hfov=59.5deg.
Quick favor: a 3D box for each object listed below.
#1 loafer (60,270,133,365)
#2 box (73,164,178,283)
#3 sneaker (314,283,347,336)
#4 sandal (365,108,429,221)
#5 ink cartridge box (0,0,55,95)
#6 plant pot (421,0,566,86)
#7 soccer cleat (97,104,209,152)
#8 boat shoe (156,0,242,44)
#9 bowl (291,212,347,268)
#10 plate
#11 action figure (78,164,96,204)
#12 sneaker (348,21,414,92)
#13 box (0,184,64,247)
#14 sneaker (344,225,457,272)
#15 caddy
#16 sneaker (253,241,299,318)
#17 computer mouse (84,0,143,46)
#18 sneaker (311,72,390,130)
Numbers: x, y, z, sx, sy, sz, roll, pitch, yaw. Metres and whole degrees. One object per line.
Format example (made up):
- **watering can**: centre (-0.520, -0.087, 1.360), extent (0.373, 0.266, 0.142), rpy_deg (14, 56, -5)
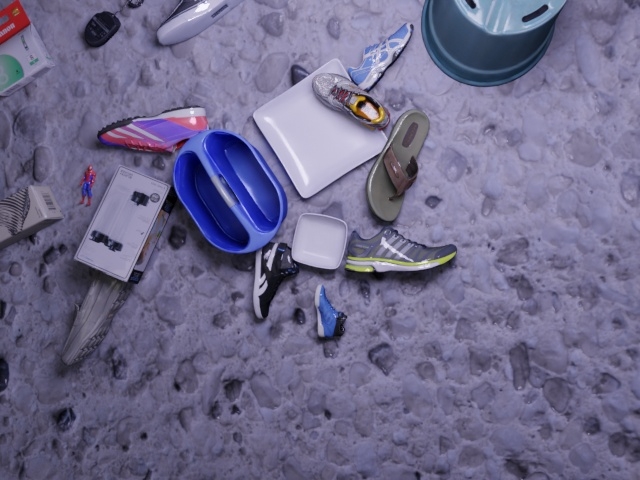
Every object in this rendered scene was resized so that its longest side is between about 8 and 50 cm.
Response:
- **loafer**: centre (-0.664, 0.214, 1.623), extent (0.111, 0.112, 0.320), rpy_deg (32, 91, 9)
- **box**: centre (-0.534, -0.043, 1.553), extent (0.169, 0.087, 0.290), rpy_deg (21, 82, 5)
- **sneaker**: centre (0.032, 0.193, 1.542), extent (0.084, 0.058, 0.152), rpy_deg (-2, 99, 14)
- **sandal**: centre (0.206, -0.196, 1.452), extent (0.120, 0.086, 0.303), rpy_deg (16, 97, -26)
- **ink cartridge box**: centre (-0.900, -0.559, 1.614), extent (0.180, 0.056, 0.225), rpy_deg (-29, 92, 9)
- **plant pot**: centre (0.409, -0.559, 1.290), extent (0.340, 0.334, 0.342), rpy_deg (1, 94, 9)
- **soccer cleat**: centre (-0.464, -0.289, 1.552), extent (0.317, 0.108, 0.117), rpy_deg (-11, 97, 6)
- **boat shoe**: centre (-0.324, -0.642, 1.500), extent (0.301, 0.108, 0.102), rpy_deg (-33, 90, 7)
- **bowl**: centre (0.000, 0.000, 1.531), extent (0.142, 0.053, 0.142), rpy_deg (12, 94, 4)
- **plate**: centre (0.001, -0.299, 1.513), extent (0.277, 0.045, 0.278), rpy_deg (-32, 90, 8)
- **action figure**: centre (-0.678, -0.163, 1.629), extent (0.038, 0.030, 0.115), rpy_deg (13, 94, 12)
- **sneaker**: centre (0.159, -0.488, 1.458), extent (0.081, 0.080, 0.211), rpy_deg (42, 98, -1)
- **box**: centre (-0.906, -0.057, 1.635), extent (0.275, 0.094, 0.113), rpy_deg (-26, 91, 9)
- **sneaker**: centre (0.210, 0.021, 1.483), extent (0.299, 0.111, 0.122), rpy_deg (-3, 90, 6)
- **caddy**: centre (-0.238, -0.130, 1.494), extent (0.241, 0.179, 0.341), rpy_deg (-34, 89, 8)
- **sneaker**: centre (-0.119, 0.112, 1.547), extent (0.121, 0.079, 0.217), rpy_deg (2, 95, 7)
- **computer mouse**: centre (-0.568, -0.637, 1.573), extent (0.242, 0.041, 0.071), rpy_deg (-42, 87, 3)
- **sneaker**: centre (0.080, -0.364, 1.428), extent (0.225, 0.093, 0.088), rpy_deg (29, 99, 5)
